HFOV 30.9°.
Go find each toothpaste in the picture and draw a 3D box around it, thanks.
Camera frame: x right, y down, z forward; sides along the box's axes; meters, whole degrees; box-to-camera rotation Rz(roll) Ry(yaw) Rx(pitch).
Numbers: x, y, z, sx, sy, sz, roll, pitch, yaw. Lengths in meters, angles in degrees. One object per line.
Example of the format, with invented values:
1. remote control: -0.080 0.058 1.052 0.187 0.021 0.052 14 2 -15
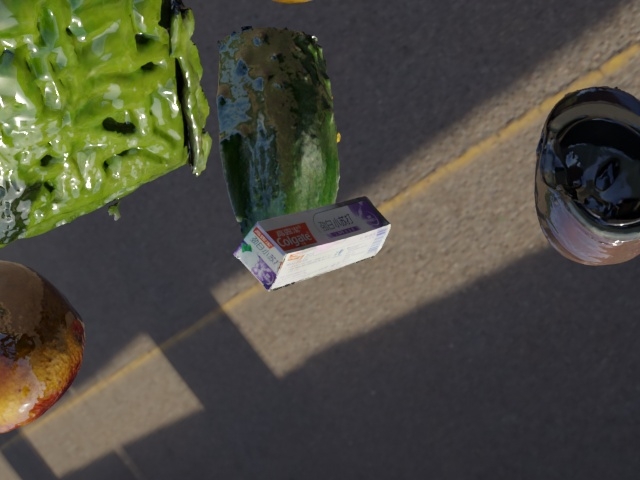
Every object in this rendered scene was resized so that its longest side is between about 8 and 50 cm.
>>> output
1. toothpaste: 0.000 0.000 1.002 0.047 0.196 0.040 46 117 16

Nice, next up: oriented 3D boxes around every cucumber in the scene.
1. cucumber: -0.047 -0.123 1.428 0.105 0.325 0.145 -22 146 32

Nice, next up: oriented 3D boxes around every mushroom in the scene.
1. mushroom: -0.535 0.187 1.814 0.345 0.345 0.260 27 142 32

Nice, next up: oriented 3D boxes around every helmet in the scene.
1. helmet: 0.458 -0.087 1.896 0.225 0.305 0.177 8 143 2

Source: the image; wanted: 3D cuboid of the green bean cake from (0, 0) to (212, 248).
1. green bean cake: -0.305 -0.168 1.222 0.218 0.319 0.335 37 145 44

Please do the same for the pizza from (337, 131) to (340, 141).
1. pizza: 0.007 -0.171 1.969 0.041 0.131 0.178 4 88 12

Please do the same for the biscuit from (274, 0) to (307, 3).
1. biscuit: -0.064 -0.387 0.940 0.074 0.381 0.359 -8 133 17
